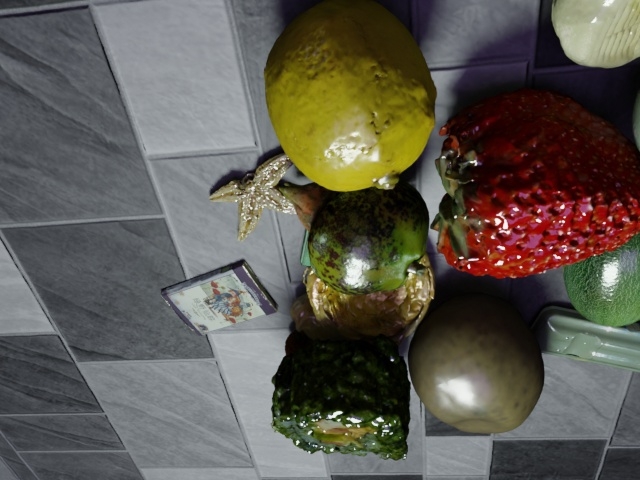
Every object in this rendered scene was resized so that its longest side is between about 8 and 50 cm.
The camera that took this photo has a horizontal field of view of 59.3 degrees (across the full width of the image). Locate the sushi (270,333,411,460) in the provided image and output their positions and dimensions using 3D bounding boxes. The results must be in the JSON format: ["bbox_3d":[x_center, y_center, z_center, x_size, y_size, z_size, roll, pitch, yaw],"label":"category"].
[{"bbox_3d":[0.042,0.341,1.187,0.293,0.178,0.352,-1,146,11],"label":"sushi"}]

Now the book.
[{"bbox_3d":[-0.235,0.142,1.306,0.231,0.026,0.157,-19,124,19],"label":"book"}]

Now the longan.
[{"bbox_3d":[0.335,0.270,1.207,0.288,0.288,0.350,-25,129,22],"label":"longan"}]

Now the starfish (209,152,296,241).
[{"bbox_3d":[-0.101,-0.084,1.103,0.247,0.050,0.138,-22,125,24],"label":"starfish"}]

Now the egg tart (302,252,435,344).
[{"bbox_3d":[0.095,0.087,1.165,0.290,0.107,0.291,-3,107,-9],"label":"egg tart"}]

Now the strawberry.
[{"bbox_3d":[0.362,-0.088,0.909,0.351,0.267,0.312,3,96,5],"label":"strawberry"}]

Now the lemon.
[{"bbox_3d":[0.040,-0.217,0.845,0.260,0.260,0.284,-6,102,10],"label":"lemon"}]

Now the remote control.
[{"bbox_3d":[0.645,0.235,1.274,0.335,0.066,0.128,12,130,-3],"label":"remote control"}]

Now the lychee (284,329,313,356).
[{"bbox_3d":[-0.029,0.258,1.325,0.114,0.114,0.146,-8,140,11],"label":"lychee"}]

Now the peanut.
[{"bbox_3d":[0.059,0.188,1.264,0.263,0.101,0.117,11,97,-7],"label":"peanut"}]

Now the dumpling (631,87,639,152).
[{"bbox_3d":[0.594,-0.214,0.790,0.211,0.321,0.270,15,154,-16],"label":"dumpling"}]

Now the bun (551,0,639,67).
[{"bbox_3d":[0.438,-0.360,0.787,0.229,0.145,0.229,-15,157,-6],"label":"bun"}]

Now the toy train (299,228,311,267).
[{"bbox_3d":[0.000,0.000,1.166,0.070,0.038,0.148,12,129,-1],"label":"toy train"}]

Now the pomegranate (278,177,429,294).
[{"bbox_3d":[0.055,-0.016,0.999,0.276,0.222,0.204,5,118,39],"label":"pomegranate"}]

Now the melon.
[{"bbox_3d":[0.555,0.036,1.053,0.182,0.182,0.288,-3,129,7],"label":"melon"}]
